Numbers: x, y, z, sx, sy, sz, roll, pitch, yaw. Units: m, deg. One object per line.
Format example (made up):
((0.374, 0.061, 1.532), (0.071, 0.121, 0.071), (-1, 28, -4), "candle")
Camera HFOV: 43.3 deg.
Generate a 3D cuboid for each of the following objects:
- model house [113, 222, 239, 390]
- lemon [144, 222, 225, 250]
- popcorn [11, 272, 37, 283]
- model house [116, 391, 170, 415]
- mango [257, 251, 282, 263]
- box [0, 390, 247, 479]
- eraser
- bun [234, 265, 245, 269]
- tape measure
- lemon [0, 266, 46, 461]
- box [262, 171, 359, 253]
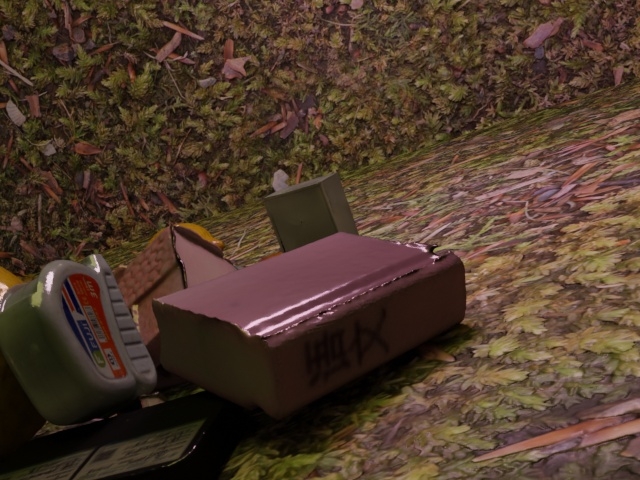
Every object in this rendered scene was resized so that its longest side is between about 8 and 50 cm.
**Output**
((-0.253, 0.148, 1.411), (0.237, 0.202, 0.237), (-40, 43, 15), "model house")
((-0.358, 0.047, 2.081), (0.244, 0.187, 0.187), (-22, 9, 17), "lemon")
((-0.858, 0.194, 2.322), (0.189, 0.218, 0.169), (-8, -43, -36), "popcorn")
((-0.245, 0.253, 1.176), (0.083, 0.057, 0.058), (-36, -24, 23), "model house")
((-0.085, 0.069, 1.730), (0.115, 0.089, 0.165), (-24, 3, 35), "mango")
((-0.278, 0.287, 1.026), (0.350, 0.058, 0.211), (-17, 12, 15), "box")
((-0.010, 0.100, 1.122), (0.359, 0.122, 0.272), (-19, 18, -40), "eraser")
((-0.210, 0.099, 1.808), (0.140, 0.083, 0.141), (-16, 10, 3), "bun")
((-0.365, 0.146, 1.189), (0.125, 0.243, 0.246), (-33, -12, 14), "tape measure")
((-0.580, 0.197, 1.267), (0.387, 0.350, 0.350), (1, 4, -17), "lemon")
((0.000, 0.000, 1.525), (0.129, 0.225, 0.086), (-14, 11, 29), "box")
